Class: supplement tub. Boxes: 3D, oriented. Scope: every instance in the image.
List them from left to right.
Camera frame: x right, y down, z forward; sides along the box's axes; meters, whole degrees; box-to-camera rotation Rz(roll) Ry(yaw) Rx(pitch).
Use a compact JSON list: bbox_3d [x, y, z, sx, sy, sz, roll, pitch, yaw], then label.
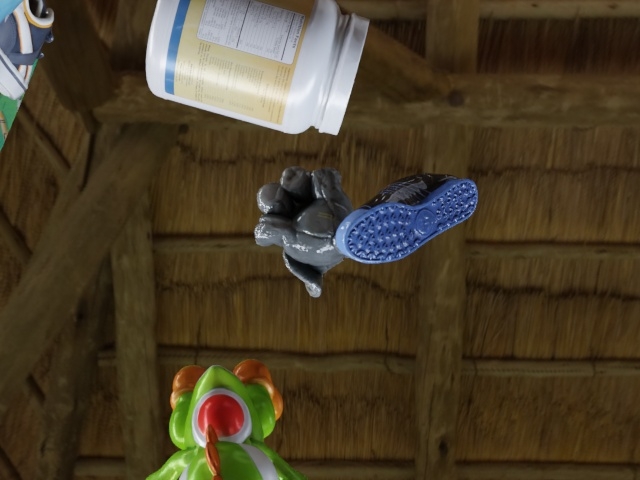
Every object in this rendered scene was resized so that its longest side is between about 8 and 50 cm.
[{"bbox_3d":[-0.062,-0.193,0.798,0.199,0.144,0.144,15,-118,-3],"label":"supplement tub"}]

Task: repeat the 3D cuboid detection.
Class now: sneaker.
[{"bbox_3d":[-0.420,-0.277,1.033,0.126,0.321,0.127,38,-101,-16],"label":"sneaker"},{"bbox_3d":[0.100,-0.033,1.034,0.232,0.081,0.090,-20,-159,-33],"label":"sneaker"}]

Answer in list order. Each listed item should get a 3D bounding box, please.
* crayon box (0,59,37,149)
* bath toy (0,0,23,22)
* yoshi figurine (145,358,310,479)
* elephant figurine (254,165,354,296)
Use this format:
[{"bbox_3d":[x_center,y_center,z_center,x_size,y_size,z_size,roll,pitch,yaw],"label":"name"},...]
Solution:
[{"bbox_3d":[-0.696,-0.270,1.621,0.165,0.081,0.278,-25,-135,38],"label":"crayon box"},{"bbox_3d":[-0.325,-0.302,0.529,0.348,0.151,0.129,44,-84,-3],"label":"bath toy"},{"bbox_3d":[-0.112,0.309,0.997,0.203,0.362,0.203,35,-79,-18],"label":"yoshi figurine"},{"bbox_3d":[0.000,0.000,1.232,0.169,0.239,0.186,-7,-121,9],"label":"elephant figurine"}]
